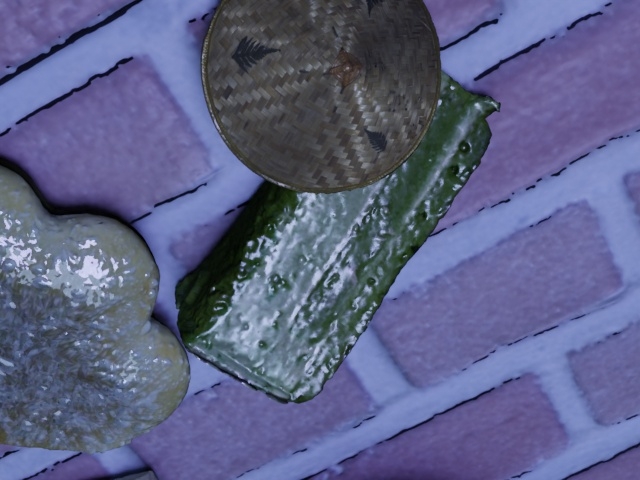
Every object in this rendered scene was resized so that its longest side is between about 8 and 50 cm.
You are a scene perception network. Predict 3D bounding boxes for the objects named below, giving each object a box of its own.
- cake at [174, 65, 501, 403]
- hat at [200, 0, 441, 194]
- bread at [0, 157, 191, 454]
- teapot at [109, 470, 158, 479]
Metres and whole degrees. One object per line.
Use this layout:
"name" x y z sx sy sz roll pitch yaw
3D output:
"cake" 0.007 -0.017 0.646 0.100 0.099 0.235 34 91 -21
"hat" 0.009 -0.095 0.550 0.146 0.067 0.146 -2 98 -11
"bread" -0.225 0.041 0.629 0.287 0.056 0.207 4 119 -3
"teapot" -0.213 0.246 0.731 0.201 0.107 0.077 -13 124 2
